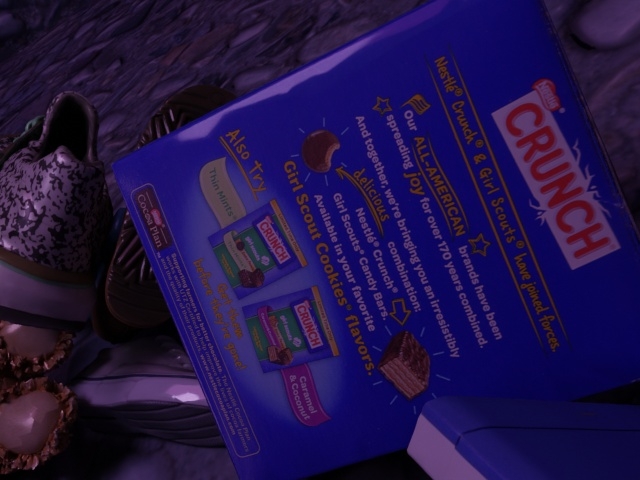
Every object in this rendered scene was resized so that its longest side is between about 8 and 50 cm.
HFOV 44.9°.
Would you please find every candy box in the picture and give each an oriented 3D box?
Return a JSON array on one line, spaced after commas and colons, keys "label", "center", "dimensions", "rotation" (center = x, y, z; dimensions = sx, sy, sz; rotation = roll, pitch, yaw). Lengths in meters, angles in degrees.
[{"label": "candy box", "center": [0.050, 0.003, 0.554], "dimensions": [0.317, 0.268, 0.122], "rotation": [-21, 1, 22]}]

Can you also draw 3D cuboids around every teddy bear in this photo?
[{"label": "teddy bear", "center": [-0.352, 0.179, 0.809], "dimensions": [0.338, 0.113, 0.245], "rotation": [-42, 58, 24]}]

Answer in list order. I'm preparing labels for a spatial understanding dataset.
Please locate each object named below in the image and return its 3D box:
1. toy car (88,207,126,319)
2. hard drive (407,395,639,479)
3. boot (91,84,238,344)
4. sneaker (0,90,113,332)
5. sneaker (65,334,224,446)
[{"label": "toy car", "center": [-0.380, 0.046, 0.999], "dimensions": [0.238, 0.219, 0.210], "rotation": [-51, 24, 34]}, {"label": "hard drive", "center": [0.206, 0.163, 0.309], "dimensions": [0.318, 0.210, 0.040], "rotation": [38, 113, 55]}, {"label": "boot", "center": [-0.168, -0.013, 0.777], "dimensions": [0.236, 0.089, 0.269], "rotation": [-68, 13, -14]}, {"label": "sneaker", "center": [-0.267, -0.064, 0.786], "dimensions": [0.182, 0.158, 0.410], "rotation": [-60, 30, 9]}, {"label": "sneaker", "center": [-0.155, 0.133, 0.740], "dimensions": [0.258, 0.094, 0.091], "rotation": [-5, 49, 39]}]
